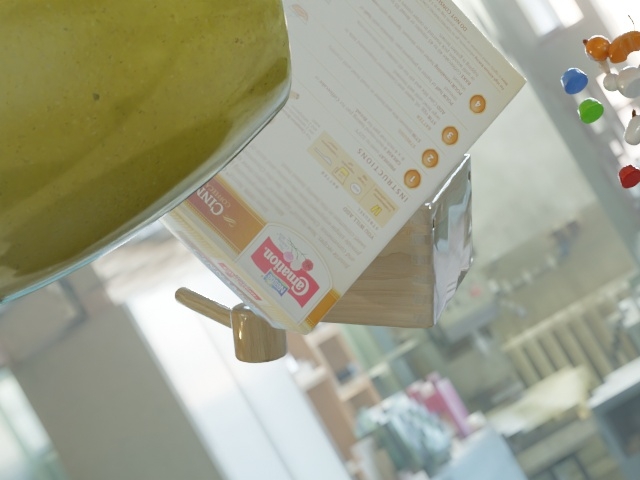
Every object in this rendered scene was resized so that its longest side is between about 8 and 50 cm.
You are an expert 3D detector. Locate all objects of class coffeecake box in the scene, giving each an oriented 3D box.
[{"bbox_3d":[-0.007,-0.066,0.968,0.185,0.142,0.068,-49,17,-13],"label":"coffeecake box"}]

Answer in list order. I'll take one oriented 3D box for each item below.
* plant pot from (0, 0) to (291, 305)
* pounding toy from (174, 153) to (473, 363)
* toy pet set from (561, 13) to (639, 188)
[{"bbox_3d":[-0.063,-0.058,0.501,0.095,0.134,0.134,-15,-6,-10],"label":"plant pot"},{"bbox_3d":[-0.011,0.001,1.187,0.181,0.094,0.206,3,19,16],"label":"pounding toy"},{"bbox_3d":[0.197,-0.111,1.099,0.114,0.065,0.122,-34,-39,5],"label":"toy pet set"}]
